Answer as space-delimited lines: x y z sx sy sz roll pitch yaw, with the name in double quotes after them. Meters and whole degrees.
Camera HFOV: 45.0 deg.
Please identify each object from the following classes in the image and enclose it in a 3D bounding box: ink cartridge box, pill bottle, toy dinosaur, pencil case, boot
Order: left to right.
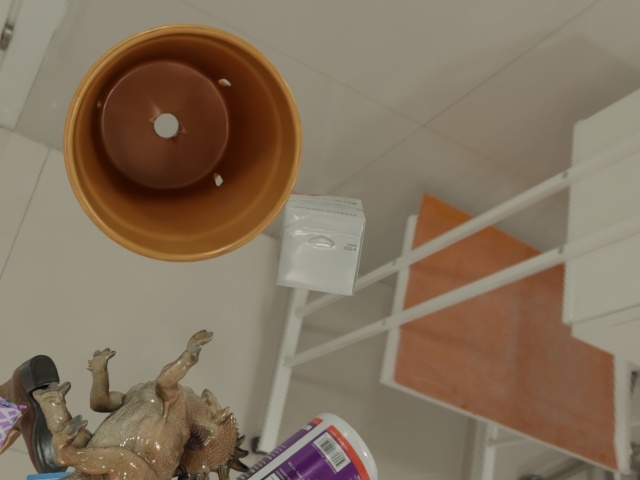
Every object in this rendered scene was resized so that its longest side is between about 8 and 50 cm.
-0.655 0.396 1.495 0.088 0.086 0.206 31 79 -31 "pencil case"
-0.645 0.410 1.648 0.096 0.280 0.264 -4 66 -51 "boot"
-0.177 0.217 0.771 0.295 0.127 0.200 -37 119 -43 "toy dinosaur"
-0.056 0.494 1.504 0.323 0.181 0.181 -33 90 -23 "pill bottle"
0.000 0.000 1.254 0.128 0.176 0.127 8 102 0 "ink cartridge box"

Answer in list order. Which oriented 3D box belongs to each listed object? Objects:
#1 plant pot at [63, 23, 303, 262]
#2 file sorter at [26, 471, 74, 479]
-0.191 -0.137 1.021 0.290 0.203 0.291 -6 107 -19 "plant pot"
-0.376 0.437 1.139 0.118 0.170 0.104 3 33 -27 "file sorter"
